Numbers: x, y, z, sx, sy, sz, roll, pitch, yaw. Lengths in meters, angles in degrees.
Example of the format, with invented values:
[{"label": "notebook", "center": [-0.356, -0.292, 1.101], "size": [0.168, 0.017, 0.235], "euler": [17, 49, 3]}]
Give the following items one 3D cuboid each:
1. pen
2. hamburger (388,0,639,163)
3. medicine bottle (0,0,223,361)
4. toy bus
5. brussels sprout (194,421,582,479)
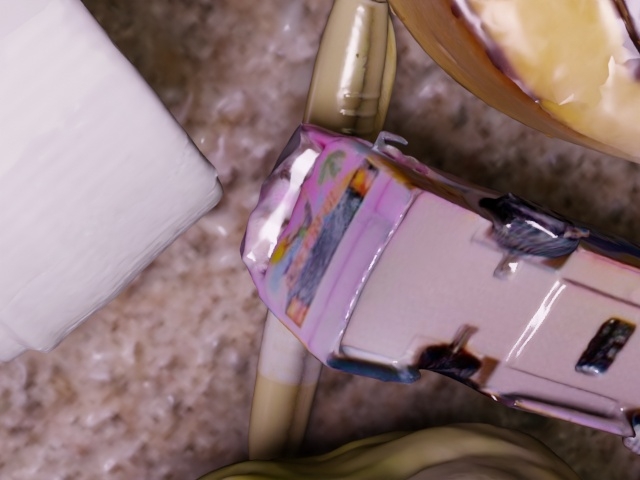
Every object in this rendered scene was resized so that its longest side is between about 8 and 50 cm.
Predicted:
[{"label": "pen", "center": [0.000, 0.000, 0.875], "size": [0.040, 0.032, 0.233], "euler": [-10, 118, -45]}, {"label": "hamburger", "center": [0.155, -0.163, 0.778], "size": [0.302, 0.170, 0.302], "euler": [1, 107, 2]}, {"label": "medicine bottle", "center": [-0.234, 0.030, 0.681], "size": [0.371, 0.211, 0.211], "euler": [-40, 120, -3]}, {"label": "toy bus", "center": [0.099, 0.026, 0.857], "size": [0.274, 0.112, 0.090], "euler": [18, 103, -38]}, {"label": "brussels sprout", "center": [0.021, 0.207, 0.833], "size": [0.273, 0.243, 0.316], "euler": [-24, 159, 20]}]
